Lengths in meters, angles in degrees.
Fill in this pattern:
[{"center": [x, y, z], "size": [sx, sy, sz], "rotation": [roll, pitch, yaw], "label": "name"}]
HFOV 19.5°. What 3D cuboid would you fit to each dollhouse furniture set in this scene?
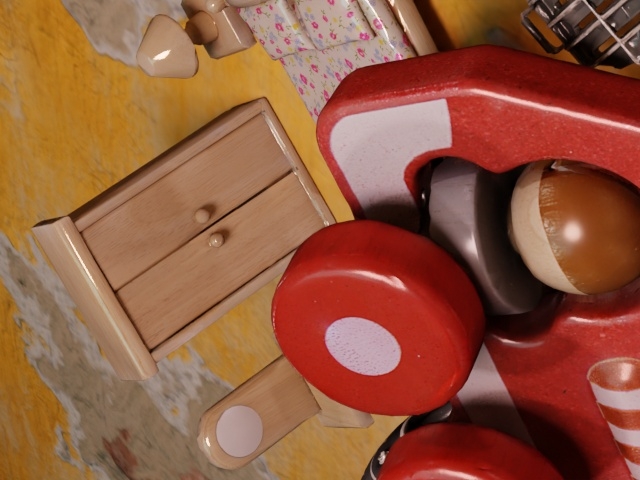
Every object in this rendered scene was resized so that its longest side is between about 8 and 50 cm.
[{"center": [0.000, 0.000, 1.068], "size": [0.355, 0.174, 0.303], "rotation": [-7, 116, 60], "label": "dollhouse furniture set"}]

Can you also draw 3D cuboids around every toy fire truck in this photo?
[{"center": [0.137, 0.033, 0.897], "size": [0.253, 0.169, 0.302], "rotation": [-7, 125, 30], "label": "toy fire truck"}]

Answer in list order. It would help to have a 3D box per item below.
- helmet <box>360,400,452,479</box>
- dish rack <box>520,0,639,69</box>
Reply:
[{"center": [0.099, 0.163, 1.083], "size": [0.169, 0.161, 0.169], "rotation": [50, 165, 19], "label": "helmet"}, {"center": [0.097, -0.207, 0.792], "size": [0.271, 0.074, 0.208], "rotation": [52, 155, 2], "label": "dish rack"}]
